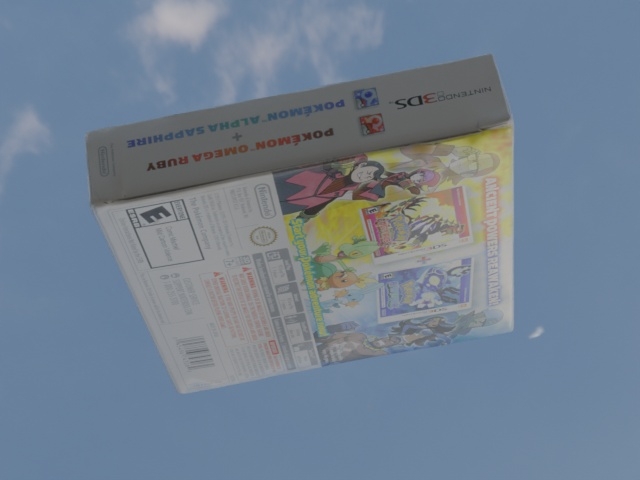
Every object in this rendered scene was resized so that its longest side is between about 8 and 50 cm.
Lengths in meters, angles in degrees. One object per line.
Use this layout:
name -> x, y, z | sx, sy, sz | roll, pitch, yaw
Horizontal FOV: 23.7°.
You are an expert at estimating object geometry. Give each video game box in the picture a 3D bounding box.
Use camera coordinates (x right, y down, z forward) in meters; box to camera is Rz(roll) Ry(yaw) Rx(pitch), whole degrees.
video game box -> 0.000, 0.000, 0.743 | 0.187, 0.205, 0.048 | -9, -120, 2
